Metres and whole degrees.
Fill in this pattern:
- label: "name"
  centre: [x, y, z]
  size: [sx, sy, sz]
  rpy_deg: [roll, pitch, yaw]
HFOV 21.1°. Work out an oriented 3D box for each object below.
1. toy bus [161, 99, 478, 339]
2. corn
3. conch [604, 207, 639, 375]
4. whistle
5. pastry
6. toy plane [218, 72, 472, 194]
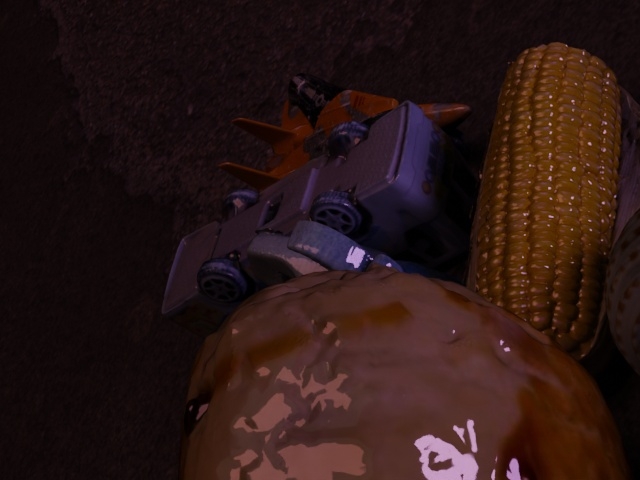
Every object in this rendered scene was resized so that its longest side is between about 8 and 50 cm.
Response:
- label: "toy bus"
  centre: [0.000, 0.000, 1.561]
  size: [0.329, 0.136, 0.109]
  rpy_deg: [-29, 35, 41]
- label: "corn"
  centre: [0.182, -0.022, 1.351]
  size: [0.123, 0.122, 0.305]
  rpy_deg: [-44, 28, 53]
- label: "conch"
  centre: [0.273, 0.012, 1.168]
  size: [0.172, 0.131, 0.200]
  rpy_deg: [-28, 44, 42]
- label: "whistle"
  centre: [0.052, 0.055, 1.420]
  size: [0.269, 0.180, 0.093]
  rpy_deg: [18, 62, 29]
- label: "pastry"
  centre: [0.055, 0.206, 1.131]
  size: [0.388, 0.312, 0.389]
  rpy_deg: [-172, 90, -84]
- label: "toy plane"
  centre: [0.044, -0.089, 1.623]
  size: [0.316, 0.103, 0.204]
  rpy_deg: [-6, 61, 45]
